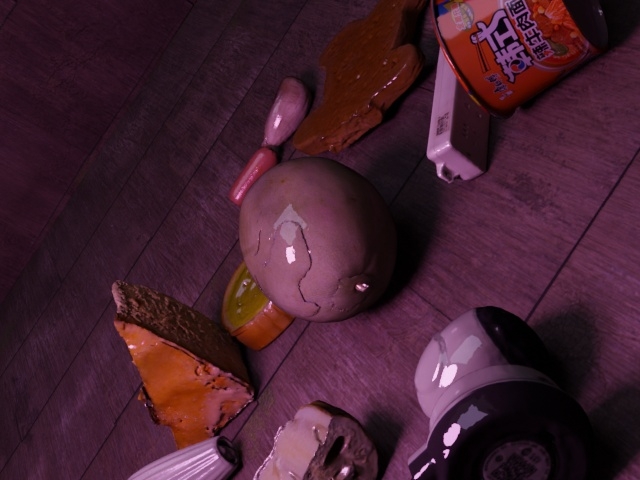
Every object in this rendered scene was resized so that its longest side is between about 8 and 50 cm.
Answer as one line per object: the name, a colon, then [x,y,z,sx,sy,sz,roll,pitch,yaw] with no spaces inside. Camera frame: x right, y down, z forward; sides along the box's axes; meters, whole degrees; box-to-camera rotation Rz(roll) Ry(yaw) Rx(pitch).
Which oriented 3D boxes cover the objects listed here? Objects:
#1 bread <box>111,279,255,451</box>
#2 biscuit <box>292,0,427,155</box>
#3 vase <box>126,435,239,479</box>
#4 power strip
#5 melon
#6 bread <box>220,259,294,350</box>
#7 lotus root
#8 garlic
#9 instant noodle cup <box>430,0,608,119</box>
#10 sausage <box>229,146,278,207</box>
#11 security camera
bread: [-0.311,0.256,1.956,0.279,0.315,0.248,-56,25,21]
biscuit: [0.096,-0.354,2.157,0.368,0.076,0.394,-36,32,37]
vase: [-0.256,0.444,1.866,0.248,0.128,0.128,-36,33,19]
power strip: [0.244,-0.242,1.758,0.058,0.098,0.338,-30,39,42]
melon: [0.000,0.000,1.733,0.268,0.268,0.330,-53,33,10]
bread: [-0.107,0.099,2.022,0.236,0.070,0.236,-38,34,31]
lotus root: [-0.009,0.356,1.523,0.235,0.138,0.119,-58,22,1]
garlic: [-0.076,-0.307,2.381,0.101,0.087,0.195,-32,38,64]
instant noodle cup: [0.321,-0.341,1.604,0.192,0.250,0.250,-25,41,33]
sausage: [-0.153,-0.148,2.360,0.154,0.062,0.062,-55,27,4]
security camera: [0.214,0.200,1.275,0.191,0.197,0.277,-49,20,17]
